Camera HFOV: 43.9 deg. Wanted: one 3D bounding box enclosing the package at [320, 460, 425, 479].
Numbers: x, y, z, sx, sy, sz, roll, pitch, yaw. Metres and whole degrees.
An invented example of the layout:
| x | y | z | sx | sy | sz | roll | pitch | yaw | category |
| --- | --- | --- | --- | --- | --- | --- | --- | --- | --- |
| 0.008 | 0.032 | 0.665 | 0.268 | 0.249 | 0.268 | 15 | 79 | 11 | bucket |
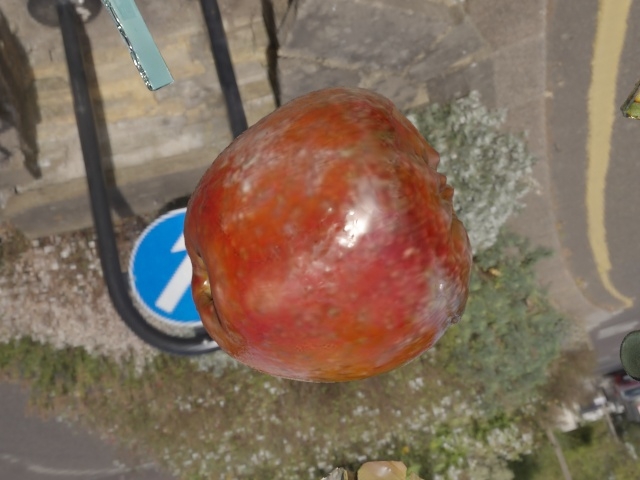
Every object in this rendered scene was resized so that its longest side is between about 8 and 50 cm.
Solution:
| x | y | z | sx | sy | sz | roll | pitch | yaw | category |
| --- | --- | --- | --- | --- | --- | --- | --- | --- | --- |
| 0.069 | 0.373 | 0.726 | 0.221 | 0.311 | 0.165 | 5 | 145 | -12 | package |

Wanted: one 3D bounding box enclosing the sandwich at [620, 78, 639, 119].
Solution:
| x | y | z | sx | sy | sz | roll | pitch | yaw | category |
| --- | --- | --- | --- | --- | --- | --- | --- | --- | --- |
| 0.358 | -0.192 | 0.776 | 0.113 | 0.163 | 0.079 | 11 | 147 | 0 | sandwich |

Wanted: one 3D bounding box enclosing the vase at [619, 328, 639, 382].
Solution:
| x | y | z | sx | sy | sz | roll | pitch | yaw | category |
| --- | --- | --- | --- | --- | --- | --- | --- | --- | --- |
| 0.590 | 0.175 | 1.287 | 0.214 | 0.086 | 0.086 | -4 | 159 | -29 | vase |

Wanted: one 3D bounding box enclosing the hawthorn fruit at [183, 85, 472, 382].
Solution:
| x | y | z | sx | sy | sz | roll | pitch | yaw | category |
| --- | --- | --- | --- | --- | --- | --- | --- | --- | --- |
| 0.000 | 0.000 | 0.472 | 0.172 | 0.173 | 0.173 | -14 | 162 | -5 | hawthorn fruit |

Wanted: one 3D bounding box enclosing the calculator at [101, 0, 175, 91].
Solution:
| x | y | z | sx | sy | sz | roll | pitch | yaw | category |
| --- | --- | --- | --- | --- | --- | --- | --- | --- | --- |
| -0.256 | -0.287 | 1.083 | 0.018 | 0.172 | 0.057 | -17 | -163 | 37 | calculator |
